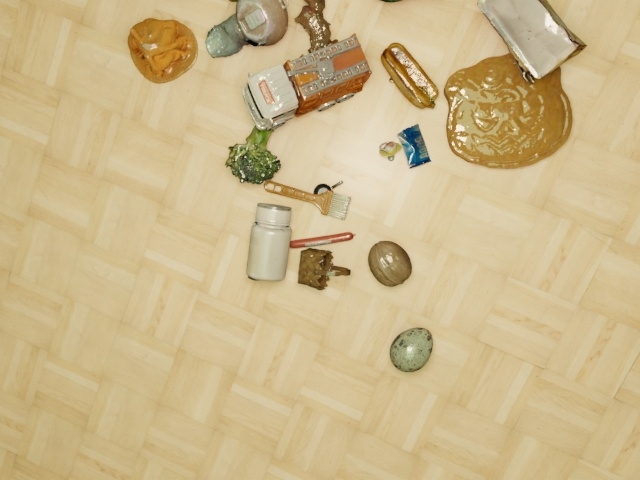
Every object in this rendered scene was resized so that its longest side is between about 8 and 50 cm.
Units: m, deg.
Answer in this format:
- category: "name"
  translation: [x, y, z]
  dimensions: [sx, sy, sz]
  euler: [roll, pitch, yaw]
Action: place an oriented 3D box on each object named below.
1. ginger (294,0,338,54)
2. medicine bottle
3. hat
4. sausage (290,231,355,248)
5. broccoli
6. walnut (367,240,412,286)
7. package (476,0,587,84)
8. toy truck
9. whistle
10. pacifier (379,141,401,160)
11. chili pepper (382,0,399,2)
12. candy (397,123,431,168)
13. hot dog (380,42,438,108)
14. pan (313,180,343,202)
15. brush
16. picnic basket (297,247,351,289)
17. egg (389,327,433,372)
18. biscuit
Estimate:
- category: "ginger"
  translation: [-0.033, -0.764, 1.462]
  dimensions: [0.122, 0.084, 0.290]
  euler: [-15, 103, 7]
- category: "medicine bottle"
  translation: [-0.176, 0.004, 1.546]
  dimensions: [0.143, 0.143, 0.258]
  euler: [9, 100, 6]
- category: "hat"
  translation: [-0.572, -0.662, 1.467]
  dimensions: [0.244, 0.233, 0.233]
  euler: [36, 99, 1]
- category: "sausage"
  translation: [0.000, 0.000, 1.579]
  dimensions: [0.253, 0.034, 0.034]
  euler: [-7, 96, 8]
- category: "broccoli"
  translation: [-0.227, -0.322, 1.538]
  dimensions: [0.198, 0.177, 0.275]
  euler: [-17, 63, 42]
- category: "walnut"
  translation: [0.234, 0.078, 1.508]
  dimensions: [0.140, 0.140, 0.162]
  euler: [-28, 82, 10]
- category: "package"
  translation: [0.623, -0.645, 1.339]
  dimensions: [0.165, 0.221, 0.311]
  euler: [-39, 85, 40]
- category: "toy truck"
  translation: [-0.044, -0.495, 1.390]
  dimensions: [0.387, 0.207, 0.173]
  euler: [-26, 97, -10]
- category: "whistle"
  translation: [-0.238, -0.716, 1.475]
  dimensions: [0.348, 0.189, 0.189]
  euler: [-14, 96, 31]
- category: "pacifier"
  translation: [0.233, -0.299, 1.503]
  dimensions: [0.068, 0.083, 0.064]
  euler: [28, 145, 35]
- category: "chili pepper"
  translation: [0.319, -0.867, 1.360]
  dimensions: [0.385, 0.213, 0.167]
  euler: [-26, 49, -9]
- category: "candy"
  translation: [0.314, -0.317, 1.490]
  dimensions: [0.088, 0.038, 0.136]
  euler: [-21, 93, -10]
- category: "hot dog"
  translation: [0.291, -0.529, 1.455]
  dimensions: [0.104, 0.076, 0.250]
  euler: [-42, 94, -9]
- category: "pan"
  translation: [0.030, -0.178, 1.555]
  dimensions: [0.115, 0.023, 0.068]
  euler: [-29, 92, 13]
- category: "brush"
  translation: [-0.053, -0.155, 1.554]
  dimensions: [0.314, 0.017, 0.090]
  euler: [17, 102, 8]
- category: "picnic basket"
  translation: [0.016, 0.103, 1.540]
  dimensions: [0.178, 0.128, 0.138]
  euler: [9, 100, 16]
- category: "egg"
  translation: [0.317, 0.376, 1.536]
  dimensions: [0.132, 0.132, 0.172]
  euler: [43, 90, 0]
- category: "biscuit"
  translation: [0.601, -0.414, 1.431]
  dimensions: [0.385, 0.062, 0.365]
  euler: [-8, 95, 8]
